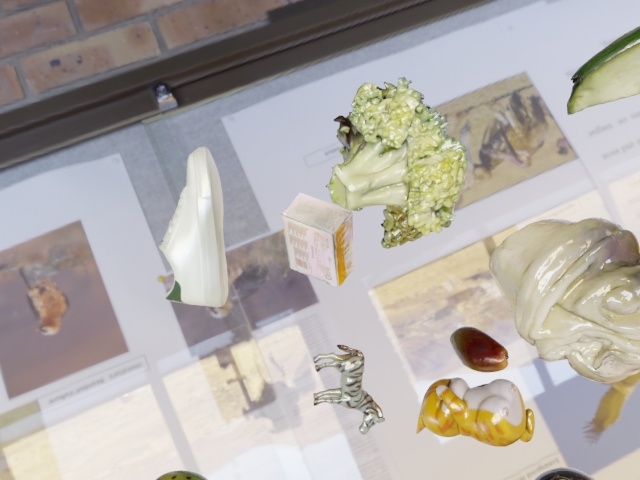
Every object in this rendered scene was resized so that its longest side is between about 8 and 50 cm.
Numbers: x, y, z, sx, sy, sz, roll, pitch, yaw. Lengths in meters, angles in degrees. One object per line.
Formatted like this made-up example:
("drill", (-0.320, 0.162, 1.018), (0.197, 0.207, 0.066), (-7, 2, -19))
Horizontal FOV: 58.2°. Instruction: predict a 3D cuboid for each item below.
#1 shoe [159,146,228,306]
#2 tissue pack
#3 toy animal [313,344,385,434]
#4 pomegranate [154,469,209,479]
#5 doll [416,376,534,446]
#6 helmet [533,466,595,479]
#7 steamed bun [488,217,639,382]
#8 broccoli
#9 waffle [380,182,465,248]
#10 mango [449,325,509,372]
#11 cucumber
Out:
("shoe", (-0.217, -0.018, 0.945), (0.110, 0.265, 0.095), (-5, -177, 3))
("tissue pack", (0.000, 0.000, 1.674), (0.124, 0.184, 0.225), (-51, 150, -36))
("toy animal", (0.059, 0.405, 1.550), (0.169, 0.255, 0.090), (-19, -161, -2))
("pomegranate", (-0.203, 0.391, 0.808), (0.130, 0.130, 0.130), (-24, 168, -5))
("doll", (0.375, 0.420, 1.426), (0.269, 0.162, 0.166), (5, -152, 35))
("helmet", (0.689, 0.723, 1.618), (0.230, 0.161, 0.278), (-25, 163, 24))
("steamed bun", (0.458, 0.084, 0.951), (0.319, 0.275, 0.206), (11, 147, -18))
("broccoli", (0.136, -0.145, 1.232), (0.280, 0.348, 0.293), (-22, 166, -34))
("waffle", (0.320, -0.106, 1.806), (0.297, 0.073, 0.317), (-23, 146, -24))
("mango", (0.523, 0.368, 1.948), (0.133, 0.111, 0.267), (-54, -153, -3))
("cucumber", (0.533, -0.298, 0.879), (0.325, 0.105, 0.145), (-18, -154, 26))
